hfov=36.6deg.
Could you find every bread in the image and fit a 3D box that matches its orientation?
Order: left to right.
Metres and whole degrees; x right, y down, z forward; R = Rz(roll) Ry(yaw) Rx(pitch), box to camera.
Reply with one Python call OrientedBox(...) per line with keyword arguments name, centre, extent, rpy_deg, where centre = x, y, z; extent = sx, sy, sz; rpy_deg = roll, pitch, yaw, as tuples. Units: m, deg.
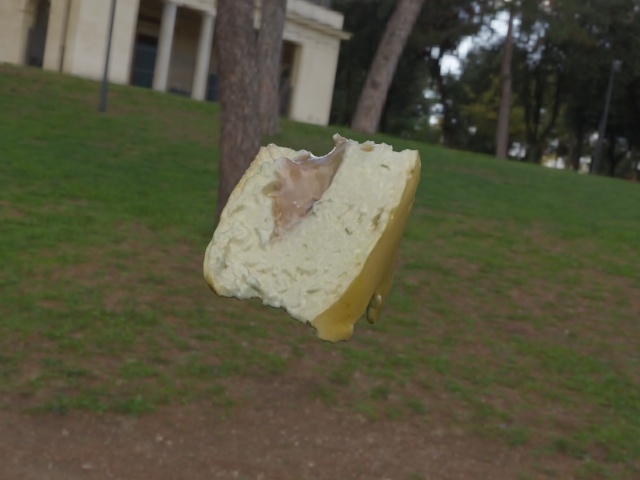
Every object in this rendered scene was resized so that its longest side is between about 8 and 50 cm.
OrientedBox(name="bread", centre=(-0.004, 0.011, 1.081), extent=(0.184, 0.224, 0.211), rpy_deg=(19, -19, 12))
